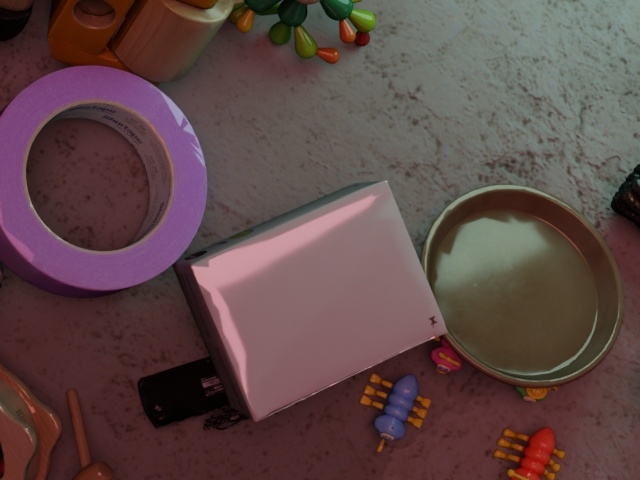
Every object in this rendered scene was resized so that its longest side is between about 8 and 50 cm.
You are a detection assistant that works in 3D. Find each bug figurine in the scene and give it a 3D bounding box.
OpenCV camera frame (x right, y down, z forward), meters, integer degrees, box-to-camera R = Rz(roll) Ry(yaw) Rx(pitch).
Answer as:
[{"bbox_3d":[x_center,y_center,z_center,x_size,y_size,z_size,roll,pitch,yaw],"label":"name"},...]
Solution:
[{"bbox_3d":[0.203,0.203,1.984,0.279,0.072,0.216,21,83,-5],"label":"bug figurine"}]

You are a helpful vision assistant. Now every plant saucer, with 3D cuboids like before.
[{"bbox_3d":[0.254,0.060,1.981,0.278,0.041,0.278,6,66,-14],"label":"plant saucer"}]

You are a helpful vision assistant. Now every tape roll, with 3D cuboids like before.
[{"bbox_3d":[-0.281,-0.070,1.893,0.275,0.090,0.274,4,80,-25],"label":"tape roll"}]

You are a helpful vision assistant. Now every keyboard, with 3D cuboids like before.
[{"bbox_3d":[-0.128,0.196,1.965,0.192,0.038,0.100,-16,65,-8],"label":"keyboard"}]

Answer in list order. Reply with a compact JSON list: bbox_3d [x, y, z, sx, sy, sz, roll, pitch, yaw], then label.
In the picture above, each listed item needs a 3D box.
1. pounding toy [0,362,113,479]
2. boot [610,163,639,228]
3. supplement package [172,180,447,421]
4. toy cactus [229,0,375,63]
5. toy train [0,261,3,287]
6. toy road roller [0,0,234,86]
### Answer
[{"bbox_3d":[-0.387,0.243,1.901,0.269,0.155,0.154,43,110,7],"label":"pounding toy"},{"bbox_3d":[0.471,0.035,2.002,0.260,0.131,0.348,41,70,-10],"label":"boot"},{"bbox_3d":[-0.016,0.068,1.887,0.262,0.145,0.204,-24,97,-13],"label":"supplement package"},{"bbox_3d":[-0.022,-0.307,1.950,0.219,0.180,0.112,15,63,-11],"label":"toy cactus"},{"bbox_3d":[-0.542,0.070,1.831,0.334,0.190,0.142,-14,87,-9],"label":"toy train"},{"bbox_3d":[-0.274,-0.360,1.899,0.329,0.202,0.240,20,51,-21],"label":"toy road roller"}]
